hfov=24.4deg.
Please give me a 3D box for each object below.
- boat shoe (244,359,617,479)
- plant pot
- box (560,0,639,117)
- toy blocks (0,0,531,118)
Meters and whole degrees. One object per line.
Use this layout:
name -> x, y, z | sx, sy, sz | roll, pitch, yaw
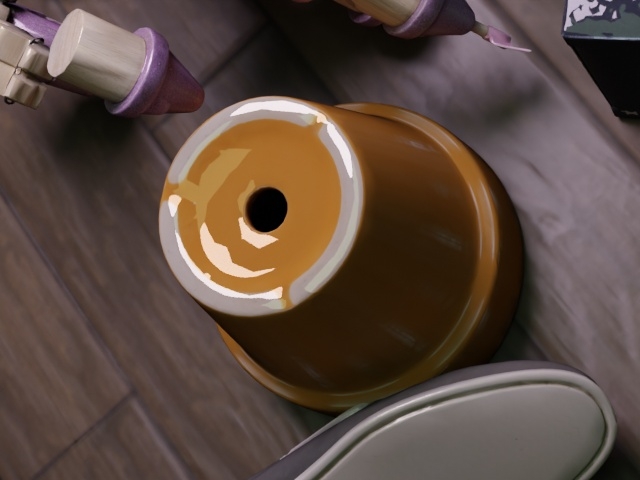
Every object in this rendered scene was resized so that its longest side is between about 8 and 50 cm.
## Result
boat shoe -> 0.020, 0.156, 0.914 | 0.335, 0.095, 0.112 | -30, 105, 11
plant pot -> 0.000, 0.000, 0.906 | 0.205, 0.188, 0.205 | -5, 76, 23
box -> 0.210, -0.166, 0.872 | 0.093, 0.156, 0.158 | 5, 80, 23
toy blocks -> -0.042, -0.185, 0.966 | 0.309, 0.260, 0.288 | -64, 32, 7
